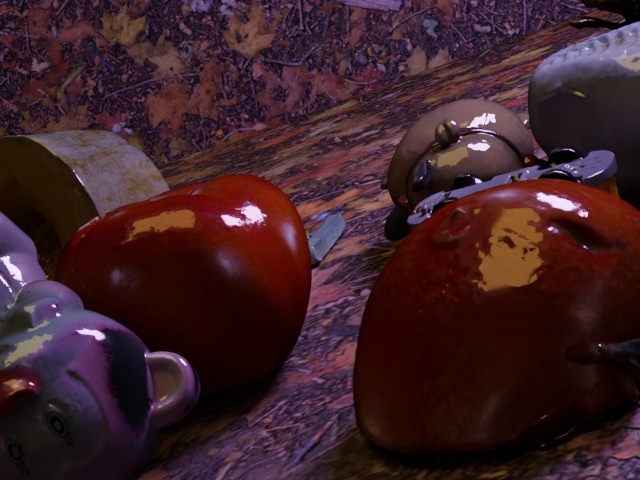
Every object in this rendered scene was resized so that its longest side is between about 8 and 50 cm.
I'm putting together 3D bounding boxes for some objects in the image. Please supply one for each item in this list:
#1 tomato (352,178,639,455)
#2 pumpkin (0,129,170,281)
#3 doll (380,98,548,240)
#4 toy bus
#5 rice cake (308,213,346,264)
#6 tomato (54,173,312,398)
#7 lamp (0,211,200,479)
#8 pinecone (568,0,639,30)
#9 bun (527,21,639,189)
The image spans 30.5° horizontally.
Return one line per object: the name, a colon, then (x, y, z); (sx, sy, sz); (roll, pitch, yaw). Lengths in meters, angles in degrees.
tomato: (0.149, 0.042, 0.986); (0.309, 0.170, 0.309); (-19, 13, 4)
pumpkin: (-0.349, 0.001, 1.689); (0.332, 0.332, 0.199); (-11, 3, 37)
doll: (0.175, -0.083, 1.468); (0.235, 0.174, 0.330); (-26, 13, 9)
toy bus: (0.205, -0.006, 1.172); (0.209, 0.136, 0.126); (-16, 12, 20)
rice cake: (0.000, 0.000, 1.729); (0.042, 0.030, 0.180); (-19, 12, 20)
tomato: (-0.133, 0.054, 1.272); (0.299, 0.226, 0.298); (-20, 5, 2)
lamp: (-0.279, 0.135, 1.104); (0.247, 0.301, 0.247); (-42, -23, -13)
pinecone: (0.558, -0.416, 1.831); (0.384, 0.384, 0.384); (-20, 12, 5)
bun: (0.410, -0.164, 1.368); (0.354, 0.194, 0.354); (-17, 7, 2)
